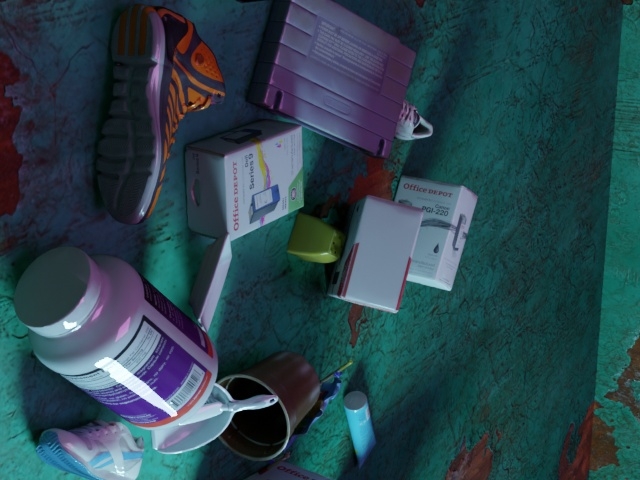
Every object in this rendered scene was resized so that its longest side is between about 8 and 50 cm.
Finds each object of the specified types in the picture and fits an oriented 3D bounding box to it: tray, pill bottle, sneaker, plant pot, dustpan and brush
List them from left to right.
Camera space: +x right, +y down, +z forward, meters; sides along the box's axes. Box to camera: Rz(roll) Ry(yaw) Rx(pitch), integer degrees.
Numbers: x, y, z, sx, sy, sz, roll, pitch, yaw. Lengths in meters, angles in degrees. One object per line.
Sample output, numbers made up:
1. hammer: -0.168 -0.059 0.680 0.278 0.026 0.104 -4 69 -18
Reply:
1. sneaker: -0.348 0.312 1.626 0.228 0.087 0.092 49 53 -60
2. pill bottle: -0.294 0.139 1.547 0.181 0.181 0.323 -64 145 -20
3. sneaker: -0.224 -0.180 1.595 0.180 0.124 0.321 1 100 -56
4. tray: -0.179 0.071 1.731 0.270 0.030 0.145 113 -5 -80
5. dustpan and brush: -0.177 0.280 1.801 0.211 0.060 0.147 -11 113 -25
6. plant pot: -0.092 0.288 1.943 0.165 0.167 0.167 -33 128 -58
7. plant pot: 0.000 0.000 2.038 0.081 0.083 0.081 26 78 -57
8. sneaker: 0.140 -0.266 2.151 0.235 0.095 0.090 24 83 -54

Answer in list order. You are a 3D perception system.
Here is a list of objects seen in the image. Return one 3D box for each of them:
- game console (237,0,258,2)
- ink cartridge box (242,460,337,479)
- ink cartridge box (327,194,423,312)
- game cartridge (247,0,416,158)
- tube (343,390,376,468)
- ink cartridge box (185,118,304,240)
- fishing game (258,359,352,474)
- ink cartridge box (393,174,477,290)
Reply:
1. game console: -0.119 -0.440 1.714 0.122 0.071 0.107 -23 120 -52
2. ink cartridge box: -0.085 0.531 1.983 0.278 0.201 0.117 -17 115 -54
3. ink cartridge box: 0.100 0.028 2.053 0.273 0.114 0.197 154 -49 -85
4. game cartridge: 0.028 -0.306 1.956 0.355 0.068 0.230 19 81 -46
5. tube: 0.092 0.416 2.361 0.080 0.052 0.207 -47 142 -31
6. ink cartridge box: -0.125 -0.105 1.804 0.212 0.093 0.154 -26 122 -48
7. fishing game: -0.031 0.333 2.071 0.041 0.189 0.264 42 55 -4
8. ink cartridge box: 0.228 -0.019 2.310 0.092 0.158 0.218 29 76 -56
